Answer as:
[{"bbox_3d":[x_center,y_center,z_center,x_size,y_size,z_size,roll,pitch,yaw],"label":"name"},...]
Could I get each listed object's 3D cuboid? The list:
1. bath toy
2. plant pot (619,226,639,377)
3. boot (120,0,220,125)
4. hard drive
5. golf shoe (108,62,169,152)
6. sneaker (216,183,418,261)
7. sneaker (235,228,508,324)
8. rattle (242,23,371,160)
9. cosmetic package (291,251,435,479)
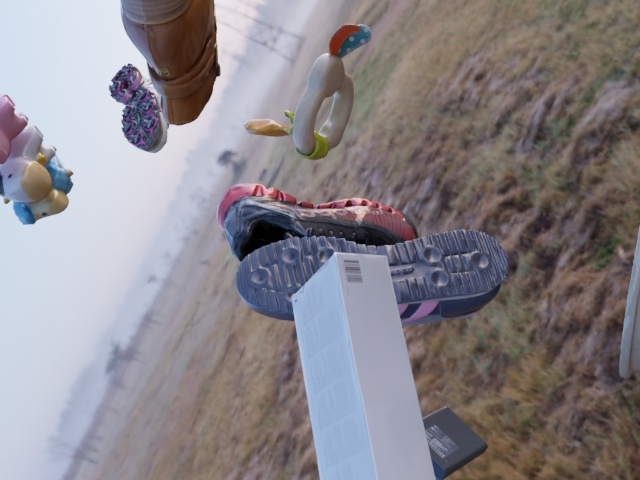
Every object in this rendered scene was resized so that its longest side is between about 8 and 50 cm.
[{"bbox_3d":[-0.512,-0.157,1.274,0.129,0.151,0.348,-37,-31,-7],"label":"bath toy"},{"bbox_3d":[0.583,0.050,1.086,0.334,0.305,0.334,10,-90,-66],"label":"plant pot"},{"bbox_3d":[-0.134,-0.281,0.865,0.220,0.109,0.283,85,-173,-51],"label":"boot"},{"bbox_3d":[0.190,0.309,1.271,0.135,0.094,0.022,-10,-46,-51],"label":"hard drive"},{"bbox_3d":[-0.234,-0.176,1.147,0.067,0.086,0.186,-43,43,15],"label":"golf shoe"},{"bbox_3d":[0.000,0.000,1.087,0.135,0.276,0.097,-99,19,-58],"label":"sneaker"},{"bbox_3d":[0.059,0.066,0.998,0.131,0.319,0.112,94,175,-60],"label":"sneaker"},{"bbox_3d":[-0.020,-0.223,1.139,0.130,0.143,0.199,-23,-46,-34],"label":"rattle"},{"bbox_3d":[0.036,0.138,0.707,0.099,0.060,0.239,-45,48,51],"label":"cosmetic package"}]
